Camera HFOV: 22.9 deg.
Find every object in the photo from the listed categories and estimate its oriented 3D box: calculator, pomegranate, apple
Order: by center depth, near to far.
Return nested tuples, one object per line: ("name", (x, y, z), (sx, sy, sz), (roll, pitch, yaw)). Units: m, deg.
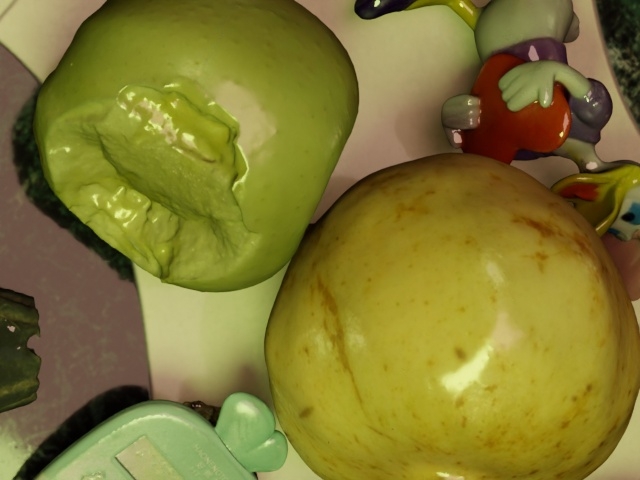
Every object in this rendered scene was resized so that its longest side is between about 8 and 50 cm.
("apple", (-0.100, -0.099, 1.344), (0.279, 0.279, 0.279), (0, 89, -15))
("pomegranate", (0.111, 0.106, 1.355), (0.342, 0.342, 0.342), (0, 89, -15))
("calculator", (-0.156, 0.241, 1.396), (0.295, 0.042, 0.184), (-37, 108, 5))

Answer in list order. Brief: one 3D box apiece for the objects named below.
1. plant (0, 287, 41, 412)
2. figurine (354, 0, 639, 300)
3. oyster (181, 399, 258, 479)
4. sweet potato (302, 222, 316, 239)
("plant", (-0.365, 0.097, 1.328), (0.256, 0.142, 0.164), (-4, 92, -19))
("figurine", (0.212, -0.128, 1.489), (0.193, 0.154, 0.421), (-29, 89, -48))
("oyster", (-0.120, 0.196, 1.438), (0.148, 0.051, 0.103), (5, 85, -12))
("sweet potato", (0.000, 0.000, 1.482), (0.095, 0.034, 0.034), (-1, 90, -14))
